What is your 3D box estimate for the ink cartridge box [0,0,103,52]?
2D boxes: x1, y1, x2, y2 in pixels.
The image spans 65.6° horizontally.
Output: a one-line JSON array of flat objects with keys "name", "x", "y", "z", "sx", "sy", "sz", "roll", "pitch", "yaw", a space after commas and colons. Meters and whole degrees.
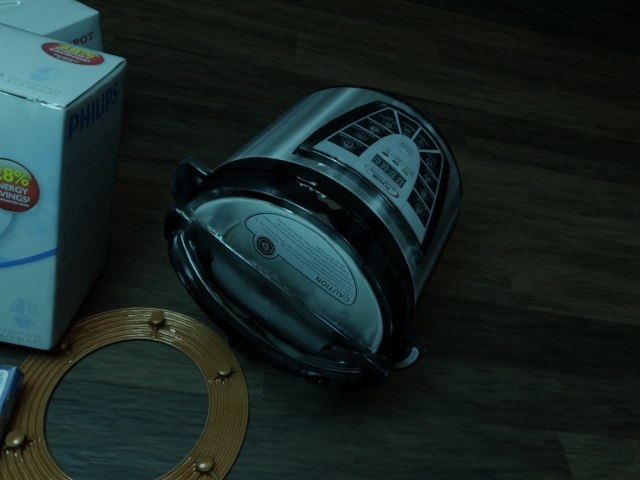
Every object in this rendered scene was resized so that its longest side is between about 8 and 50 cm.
[{"name": "ink cartridge box", "x": -0.498, "y": -0.246, "z": 0.877, "sx": 0.128, "sy": 0.308, "sz": 0.223, "roll": 26, "pitch": 47, "yaw": 9}]

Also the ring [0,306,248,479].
[{"name": "ring", "x": -0.267, "y": 0.229, "z": 0.697, "sx": 0.336, "sy": 0.032, "sz": 0.337, "roll": 8, "pitch": 47, "yaw": -9}]

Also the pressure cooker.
[{"name": "pressure cooker", "x": -0.001, "y": 0.004, "z": 0.759, "sx": 0.369, "sy": 0.376, "sz": 0.420, "roll": 7, "pitch": 39, "yaw": 31}]

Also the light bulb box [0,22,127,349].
[{"name": "light bulb box", "x": -0.481, "y": -0.091, "z": 0.655, "sx": 0.357, "sy": 0.361, "sz": 0.225, "roll": 14, "pitch": 30, "yaw": -10}]

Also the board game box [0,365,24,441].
[{"name": "board game box", "x": -0.463, "y": 0.247, "z": 0.591, "sx": 0.136, "sy": 0.035, "sz": 0.201, "roll": 7, "pitch": 57, "yaw": -7}]
